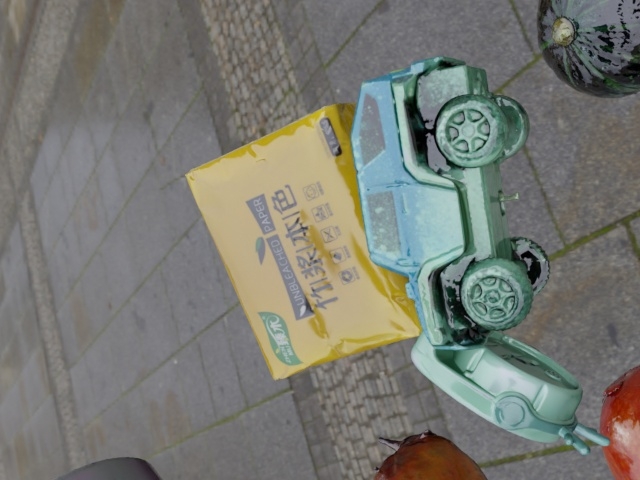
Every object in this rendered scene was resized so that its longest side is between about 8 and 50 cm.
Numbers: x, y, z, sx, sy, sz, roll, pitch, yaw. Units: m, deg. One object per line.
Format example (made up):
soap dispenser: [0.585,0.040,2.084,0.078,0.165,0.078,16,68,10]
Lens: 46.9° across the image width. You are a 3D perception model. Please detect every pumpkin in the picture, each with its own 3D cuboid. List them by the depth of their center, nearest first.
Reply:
pumpkin: [0.525,-0.414,1.349,0.315,0.239,0.315,48,149,42]

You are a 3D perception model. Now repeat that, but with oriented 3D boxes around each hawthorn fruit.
hawthorn fruit: [0.068,0.162,0.455,0.081,0.081,0.093,-43,57,51]

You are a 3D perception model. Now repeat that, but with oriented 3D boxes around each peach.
peach: [0.697,0.365,1.350,0.370,0.370,0.370,16,110,55]

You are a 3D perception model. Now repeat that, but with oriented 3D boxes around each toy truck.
toy truck: [0.130,-0.037,0.731,0.156,0.155,0.278,-6,97,25]

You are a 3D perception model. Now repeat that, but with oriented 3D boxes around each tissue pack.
tissue pack: [0.000,0.000,1.221,0.293,0.228,0.381,-22,94,23]

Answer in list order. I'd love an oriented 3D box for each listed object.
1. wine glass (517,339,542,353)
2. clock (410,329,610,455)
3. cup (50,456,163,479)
wine glass: [0.405,0.257,1.452,0.222,0.103,0.103,-44,-50,-83]
clock: [0.212,0.155,0.799,0.211,0.159,0.066,33,104,32]
cup: [-0.086,0.281,0.421,0.288,0.203,0.203,47,134,31]
